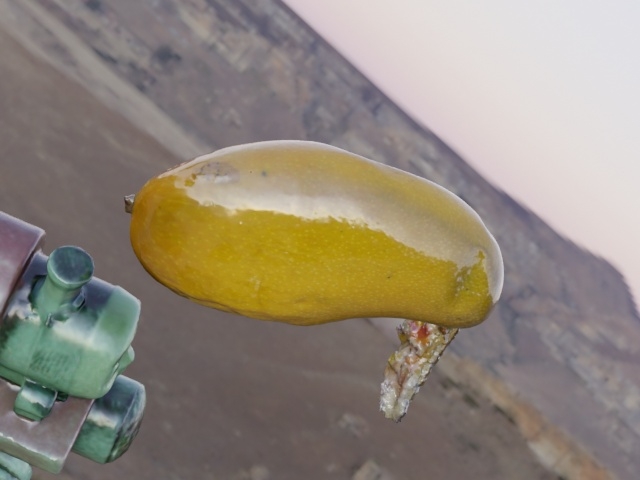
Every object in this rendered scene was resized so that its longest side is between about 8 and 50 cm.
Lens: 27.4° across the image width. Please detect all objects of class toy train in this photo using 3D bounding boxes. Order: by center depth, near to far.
[{"bbox_3d":[-0.232,0.028,0.727,0.304,0.150,0.221,23,-33,-6],"label":"toy train"}]

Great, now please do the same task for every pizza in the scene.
[{"bbox_3d":[0.102,0.097,1.384,0.052,0.195,0.185,25,-11,-11],"label":"pizza"}]

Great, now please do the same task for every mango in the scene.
[{"bbox_3d":[0.000,0.000,0.630,0.190,0.098,0.075,10,41,-7],"label":"mango"}]
